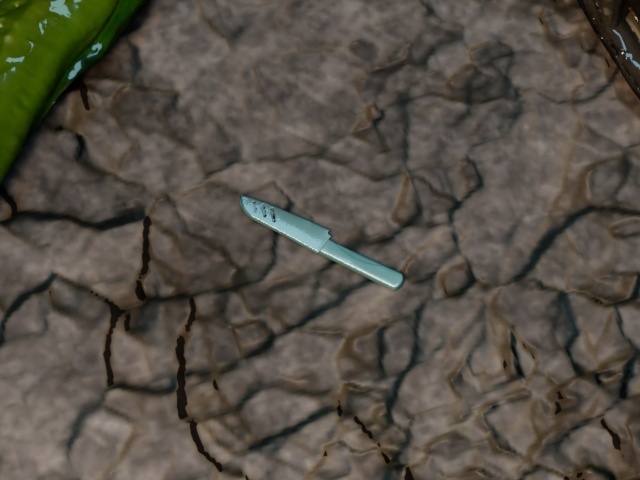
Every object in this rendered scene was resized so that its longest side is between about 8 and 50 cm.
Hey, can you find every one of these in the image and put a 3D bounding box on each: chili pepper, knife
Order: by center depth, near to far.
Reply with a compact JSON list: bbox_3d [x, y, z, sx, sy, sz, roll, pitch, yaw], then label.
[{"bbox_3d":[-0.149,-0.091,0.850,0.085,0.076,0.359,35,73,-12],"label":"chili pepper"},{"bbox_3d":[0.000,0.000,0.866,0.091,0.005,0.014,26,70,5],"label":"knife"}]

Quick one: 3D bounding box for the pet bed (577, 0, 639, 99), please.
[{"bbox_3d":[0.254,-0.139,0.863,0.211,0.159,0.183,-24,74,-15],"label":"pet bed"}]
